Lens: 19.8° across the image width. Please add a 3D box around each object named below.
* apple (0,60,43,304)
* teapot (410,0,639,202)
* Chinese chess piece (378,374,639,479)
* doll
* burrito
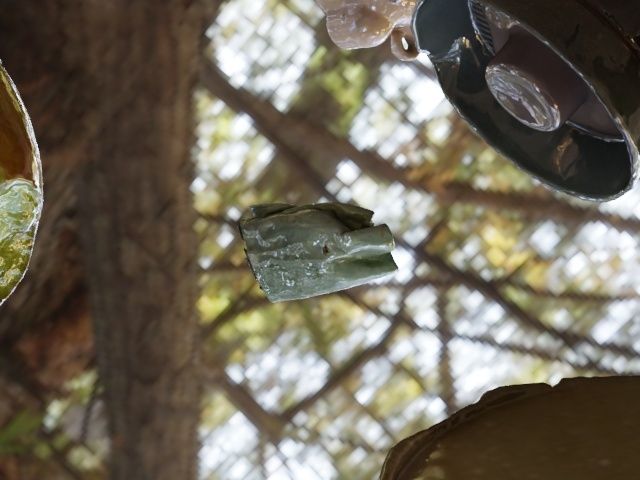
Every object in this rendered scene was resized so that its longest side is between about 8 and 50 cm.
[{"bbox_3d":[-0.316,-0.044,1.247,0.226,0.246,0.246,-9,-124,-20],"label":"apple"},{"bbox_3d":[0.262,-0.205,1.283,0.300,0.344,0.253,26,158,47],"label":"teapot"},{"bbox_3d":[0.189,0.188,0.983,0.338,0.140,0.338,-4,-160,1],"label":"Chinese chess piece"},{"bbox_3d":[0.078,-0.287,1.522,0.154,0.119,0.278,15,-97,-36],"label":"doll"},{"bbox_3d":[0.000,0.004,1.366,0.044,0.118,0.074,-26,-74,-65],"label":"burrito"}]
